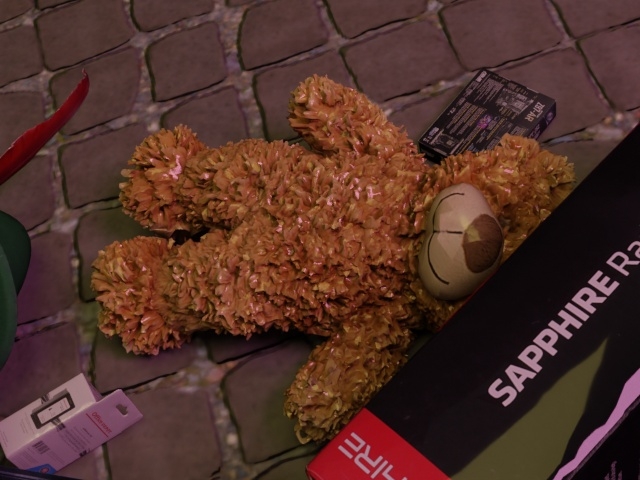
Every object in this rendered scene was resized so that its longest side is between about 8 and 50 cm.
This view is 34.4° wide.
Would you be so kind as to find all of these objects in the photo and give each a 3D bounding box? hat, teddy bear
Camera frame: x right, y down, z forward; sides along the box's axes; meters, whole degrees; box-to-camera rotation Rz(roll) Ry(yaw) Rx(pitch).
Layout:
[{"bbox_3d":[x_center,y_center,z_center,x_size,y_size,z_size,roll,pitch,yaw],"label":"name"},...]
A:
[{"bbox_3d":[-0.252,0.007,0.793,0.208,0.183,0.173,-32,93,24],"label":"hat"},{"bbox_3d":[0.000,0.000,0.686,0.338,0.113,0.245,21,67,25],"label":"teddy bear"}]

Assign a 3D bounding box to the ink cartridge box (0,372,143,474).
[{"bbox_3d":[-0.166,0.120,0.686,0.083,0.048,0.028,-30,55,-8],"label":"ink cartridge box"}]

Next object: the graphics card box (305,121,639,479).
[{"bbox_3d":[0.168,0.054,0.533,0.371,0.233,0.094,-43,57,-14],"label":"graphics card box"}]

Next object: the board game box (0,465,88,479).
[{"bbox_3d":[-0.203,0.241,0.582,0.165,0.042,0.243,5,43,17],"label":"board game box"}]

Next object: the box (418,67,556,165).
[{"bbox_3d":[0.123,-0.083,0.763,0.067,0.018,0.083,30,69,29],"label":"box"}]
